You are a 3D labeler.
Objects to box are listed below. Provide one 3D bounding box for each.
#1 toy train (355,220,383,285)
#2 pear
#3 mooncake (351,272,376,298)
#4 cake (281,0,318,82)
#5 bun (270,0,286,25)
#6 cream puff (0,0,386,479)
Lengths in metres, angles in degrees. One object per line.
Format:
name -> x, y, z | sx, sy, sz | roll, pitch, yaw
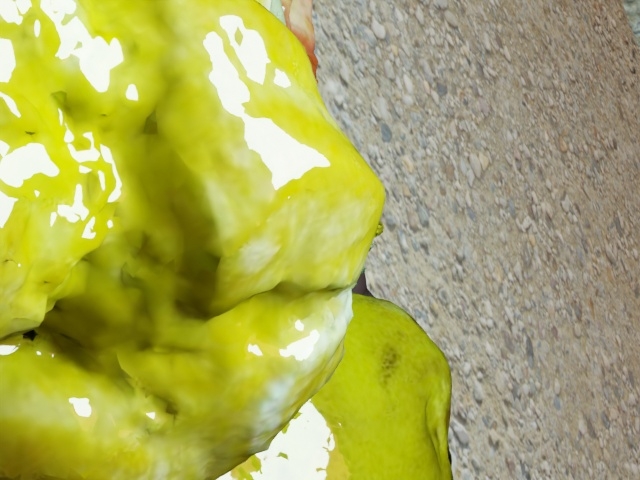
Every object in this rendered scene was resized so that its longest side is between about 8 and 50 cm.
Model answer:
toy train -> 0.000, 0.000, 1.002 | 0.081, 0.202, 0.060 | -8, 72, -10
pear -> -0.097, 0.186, 0.845 | 0.413, 0.352, 0.352 | -31, 106, -12
mooncake -> -0.039, 0.085, 1.174 | 0.283, 0.141, 0.283 | 31, 51, -47
cake -> -0.172, -0.150, 0.965 | 0.270, 0.269, 0.319 | 41, 47, -38
bun -> -0.091, -0.160, 0.754 | 0.195, 0.118, 0.195 | 26, 54, -43
cream puff -> -0.181, -0.011, 0.550 | 0.275, 0.378, 0.378 | -39, 109, -42
